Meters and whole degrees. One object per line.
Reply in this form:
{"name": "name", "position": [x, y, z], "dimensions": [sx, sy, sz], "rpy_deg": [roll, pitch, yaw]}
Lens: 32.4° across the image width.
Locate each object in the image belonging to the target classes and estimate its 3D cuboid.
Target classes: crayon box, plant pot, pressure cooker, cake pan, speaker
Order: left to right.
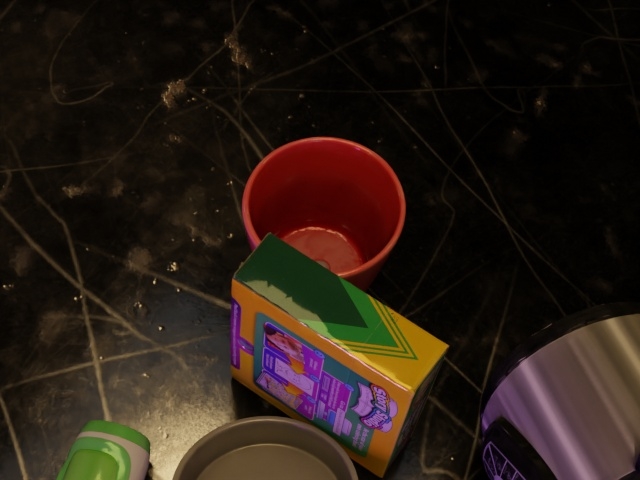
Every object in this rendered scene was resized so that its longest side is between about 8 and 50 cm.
{"name": "speaker", "position": [-0.356, 0.432, 1.678], "dimensions": [0.131, 0.131, 0.296], "rpy_deg": [14, 60, 3]}
{"name": "cake pan", "position": [-0.086, 0.403, 1.713], "dimensions": [0.293, 0.054, 0.293], "rpy_deg": [1, 41, -1]}
{"name": "plant pot", "position": [0.000, 0.000, 1.886], "dimensions": [0.275, 0.243, 0.275], "rpy_deg": [2, 60, -3]}
{"name": "crayon box", "position": [0.014, 0.189, 1.710], "dimensions": [0.313, 0.363, 0.106], "rpy_deg": [31, 62, 13]}
{"name": "pressure cooker", "position": [0.466, 0.345, 1.614], "dimensions": [0.370, 0.375, 0.420], "rpy_deg": [17, 36, -38]}
